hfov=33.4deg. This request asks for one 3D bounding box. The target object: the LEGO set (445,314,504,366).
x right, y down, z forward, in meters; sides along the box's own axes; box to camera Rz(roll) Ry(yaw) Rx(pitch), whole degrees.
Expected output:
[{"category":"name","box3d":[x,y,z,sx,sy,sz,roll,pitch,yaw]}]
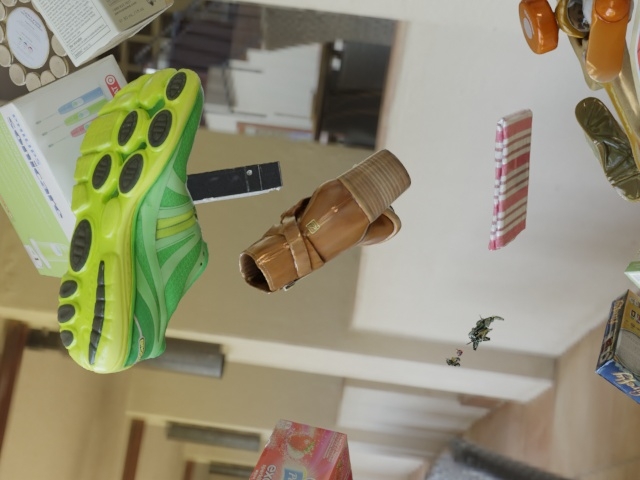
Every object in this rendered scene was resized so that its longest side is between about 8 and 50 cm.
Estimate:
[{"category":"LEGO set","box3d":[0.175,0.112,1.234,0.023,0.083,0.054,52,177,27]}]

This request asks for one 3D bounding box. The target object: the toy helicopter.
[{"category":"toy helicopter","box3d":[0.387,-0.238,1.386,0.235,0.140,0.355,74,177,-72]}]

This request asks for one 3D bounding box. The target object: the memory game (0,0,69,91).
[{"category":"memory game","box3d":[-0.462,-0.322,1.691,0.012,0.186,0.186,-31,-45,-48]}]

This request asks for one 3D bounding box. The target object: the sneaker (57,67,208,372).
[{"category":"sneaker","box3d":[-0.169,-0.021,1.022,0.123,0.109,0.296,9,-84,-58]}]

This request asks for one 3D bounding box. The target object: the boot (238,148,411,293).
[{"category":"boot","box3d":[0.000,0.000,1.367,0.220,0.109,0.283,-37,-2,-11]}]

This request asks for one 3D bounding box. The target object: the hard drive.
[{"category":"hard drive","box3d":[-0.264,-0.107,2.207,0.237,0.338,0.064,-174,74,-75]}]

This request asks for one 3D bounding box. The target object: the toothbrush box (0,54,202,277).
[{"category":"toothbrush box","box3d":[-0.275,-0.071,1.182,0.283,0.122,0.206,1,120,63]}]

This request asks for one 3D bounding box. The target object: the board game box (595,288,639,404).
[{"category":"board game box","box3d":[0.528,0.201,1.582,0.042,0.243,0.165,-50,6,42]}]

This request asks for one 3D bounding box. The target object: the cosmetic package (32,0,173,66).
[{"category":"cosmetic package","box3d":[-0.358,-0.417,1.481,0.113,0.309,0.160,-39,14,-35]}]

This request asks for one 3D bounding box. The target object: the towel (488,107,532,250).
[{"category":"towel","box3d":[0.276,-0.092,1.563,0.144,0.029,0.197,-25,-61,-63]}]

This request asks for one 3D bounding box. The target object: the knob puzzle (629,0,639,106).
[{"category":"knob puzzle","box3d":[0.373,-0.186,1.041,0.213,0.030,0.213,16,110,49]}]

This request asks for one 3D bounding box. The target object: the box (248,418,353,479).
[{"category":"box","box3d":[-0.057,0.488,1.903,0.300,0.142,0.154,-62,-27,-45]}]

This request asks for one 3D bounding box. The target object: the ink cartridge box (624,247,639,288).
[{"category":"ink cartridge box","box3d":[0.492,-0.036,1.281,0.235,0.056,0.171,-53,16,-18]}]

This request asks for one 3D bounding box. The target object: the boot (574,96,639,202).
[{"category":"boot","box3d":[0.555,-0.170,2.011,0.213,0.077,0.165,60,-165,7]}]
